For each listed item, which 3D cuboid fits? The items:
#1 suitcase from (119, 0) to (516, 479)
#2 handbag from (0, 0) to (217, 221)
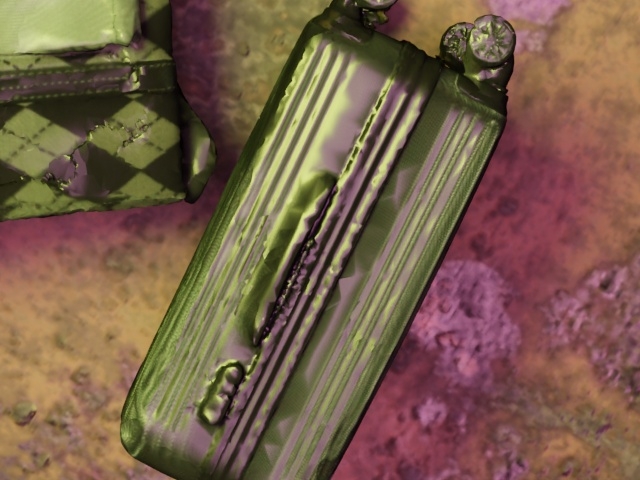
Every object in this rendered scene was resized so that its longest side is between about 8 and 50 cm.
[{"bbox_3d":[0.000,0.000,0.890,0.128,0.202,0.312,26,95,-4],"label":"suitcase"},{"bbox_3d":[-0.213,-0.203,0.848,0.317,0.180,0.416,-2,106,-17],"label":"handbag"}]
